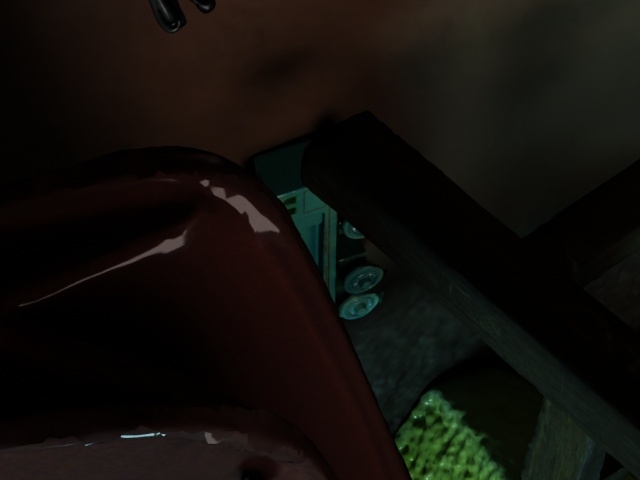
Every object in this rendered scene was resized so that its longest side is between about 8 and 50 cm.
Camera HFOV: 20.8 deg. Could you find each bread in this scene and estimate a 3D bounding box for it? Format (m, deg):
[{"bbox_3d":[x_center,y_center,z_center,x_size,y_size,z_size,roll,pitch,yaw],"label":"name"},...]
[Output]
[{"bbox_3d":[0.084,0.130,0.752,0.111,0.114,0.129,7,127,-46],"label":"bread"}]

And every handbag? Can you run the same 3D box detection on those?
[{"bbox_3d":[-0.111,0.099,0.485,0.275,0.084,0.260,-10,142,9],"label":"handbag"}]

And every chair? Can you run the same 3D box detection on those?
[{"bbox_3d":[0.207,0.104,0.533,0.240,0.416,0.203,-27,146,-30],"label":"chair"}]

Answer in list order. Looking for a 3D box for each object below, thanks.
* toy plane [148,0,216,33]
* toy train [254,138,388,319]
[{"bbox_3d":[-0.061,-0.104,0.409,0.031,0.049,0.121,-31,128,-8],"label":"toy plane"},{"bbox_3d":[0.000,0.000,0.603,0.045,0.029,0.092,-16,143,-14],"label":"toy train"}]
